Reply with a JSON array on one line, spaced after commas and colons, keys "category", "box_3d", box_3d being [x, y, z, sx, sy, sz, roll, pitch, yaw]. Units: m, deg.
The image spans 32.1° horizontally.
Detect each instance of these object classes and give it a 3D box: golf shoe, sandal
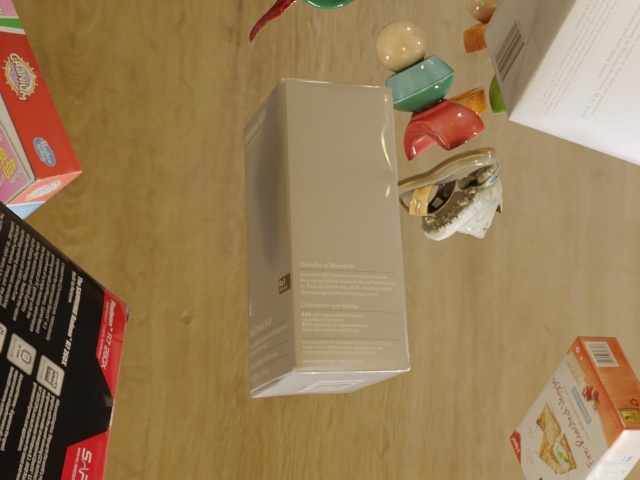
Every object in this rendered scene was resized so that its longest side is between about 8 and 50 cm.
[{"category": "golf shoe", "box_3d": [0.193, -0.033, 1.434, 0.069, 0.176, 0.086, -5, 116, 41]}, {"category": "sandal", "box_3d": [0.129, -0.056, 1.275, 0.180, 0.072, 0.049, -24, 84, 39]}]

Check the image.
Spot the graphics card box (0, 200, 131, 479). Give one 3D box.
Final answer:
[{"category": "graphics card box", "box_3d": [-0.287, 0.041, 0.714, 0.094, 0.232, 0.371, -25, 130, 23]}]

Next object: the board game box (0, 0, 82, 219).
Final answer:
[{"category": "board game box", "box_3d": [-0.425, -0.172, 1.331, 0.242, 0.064, 0.316, -28, 83, 44]}]

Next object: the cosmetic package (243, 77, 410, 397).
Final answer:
[{"category": "cosmetic package", "box_3d": [0.000, 0.000, 0.902, 0.107, 0.127, 0.237, 0, 73, -20]}]

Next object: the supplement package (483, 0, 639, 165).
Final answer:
[{"category": "supplement package", "box_3d": [0.319, -0.169, 0.972, 0.293, 0.177, 0.175, 17, 123, -12]}]

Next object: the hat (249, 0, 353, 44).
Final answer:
[{"category": "hat", "box_3d": [-0.036, -0.424, 1.661, 0.208, 0.184, 0.173, -45, 117, -17]}]

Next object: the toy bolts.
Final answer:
[{"category": "toy bolts", "box_3d": [0.147, -0.210, 1.355, 0.228, 0.218, 0.158, -34, 103, -37]}]

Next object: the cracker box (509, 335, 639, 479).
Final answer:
[{"category": "cracker box", "box_3d": [0.351, 0.262, 1.502, 0.067, 0.155, 0.232, 3, 133, -21]}]
